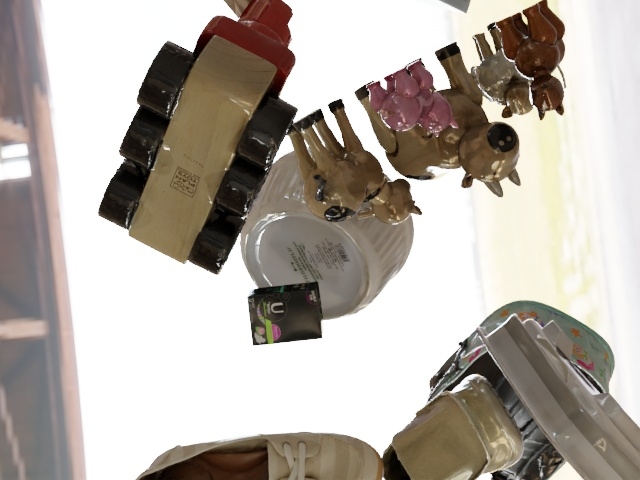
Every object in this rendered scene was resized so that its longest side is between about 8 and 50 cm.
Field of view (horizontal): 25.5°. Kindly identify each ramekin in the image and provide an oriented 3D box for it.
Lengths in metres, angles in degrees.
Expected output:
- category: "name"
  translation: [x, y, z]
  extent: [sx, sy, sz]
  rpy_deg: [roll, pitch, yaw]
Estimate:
- category: "ramekin"
  translation: [0.000, 0.000, 1.710]
  extent: [0.109, 0.207, 0.207]
  rpy_deg: [-58, -35, -49]

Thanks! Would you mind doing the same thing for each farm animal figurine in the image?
- category: "farm animal figurine"
  translation: [0.127, -0.112, 1.539]
  extent: [0.172, 0.330, 0.327]
  rpy_deg: [64, 177, -6]

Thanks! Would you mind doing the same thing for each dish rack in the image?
- category: "dish rack"
  translation: [0.300, 0.215, 1.374]
  extent: [0.333, 0.072, 0.285]
  rpy_deg: [45, -172, -22]

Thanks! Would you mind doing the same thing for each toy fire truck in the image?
- category: "toy fire truck"
  translation: [-0.091, -0.133, 1.216]
  extent: [0.217, 0.158, 0.246]
  rpy_deg: [-62, 1, 46]

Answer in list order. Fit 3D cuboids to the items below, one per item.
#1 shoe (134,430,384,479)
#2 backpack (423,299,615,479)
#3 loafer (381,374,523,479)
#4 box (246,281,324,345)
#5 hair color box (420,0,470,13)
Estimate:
- category: "shoe"
  translation: [-0.055, 0.201, 1.184]
  extent: [0.058, 0.219, 0.076]
  rpy_deg: [26, -121, -66]
- category: "backpack"
  translation: [0.292, 0.202, 2.001]
  extent: [0.253, 0.225, 0.191]
  rpy_deg: [-55, 7, 43]
- category: "loafer"
  translation: [0.132, 0.220, 1.477]
  extent: [0.102, 0.092, 0.268]
  rpy_deg: [57, 159, 14]
- category: "box"
  translation: [-0.040, 0.085, 1.653]
  extent: [0.052, 0.083, 0.062]
  rpy_deg: [-81, -15, -81]
- category: "hair color box"
  translation: [0.062, -0.395, 1.824]
  extent: [0.374, 0.185, 0.113]
  rpy_deg: [2, -73, -64]
